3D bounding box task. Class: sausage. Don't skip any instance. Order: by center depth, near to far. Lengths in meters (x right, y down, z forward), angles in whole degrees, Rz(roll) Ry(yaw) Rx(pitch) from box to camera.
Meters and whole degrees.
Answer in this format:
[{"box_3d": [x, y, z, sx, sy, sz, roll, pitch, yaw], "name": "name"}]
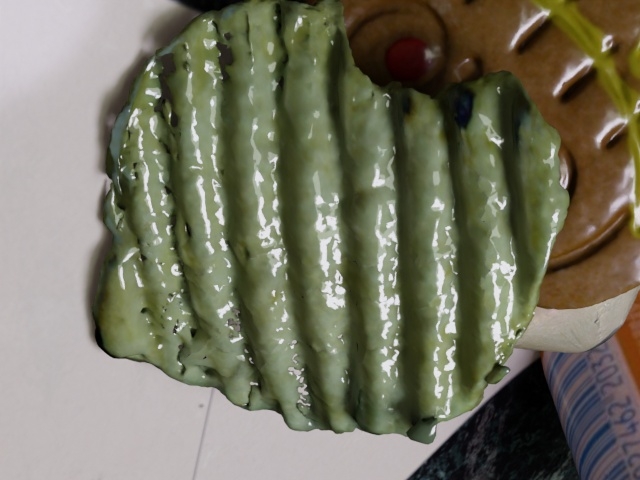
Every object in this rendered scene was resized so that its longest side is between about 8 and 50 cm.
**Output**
[{"box_3d": [0.390, 0.209, 1.364, 0.233, 0.287, 0.233, -6, 132, -6], "name": "sausage"}]

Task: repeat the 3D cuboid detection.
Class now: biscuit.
[{"box_3d": [0.149, -0.116, 1.005, 0.350, 0.394, 0.070, -51, 177, 15], "name": "biscuit"}]

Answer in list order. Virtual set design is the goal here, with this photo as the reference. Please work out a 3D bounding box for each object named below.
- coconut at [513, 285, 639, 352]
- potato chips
[{"box_3d": [0.209, -0.003, 1.166, 0.239, 0.239, 0.244, -35, 98, -16], "name": "coconut"}, {"box_3d": [-0.004, 0.007, 1.010, 0.097, 0.373, 0.389, -50, 161, -64], "name": "potato chips"}]
